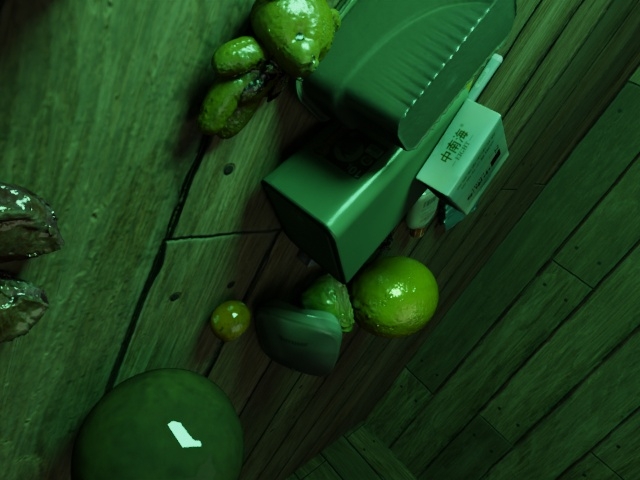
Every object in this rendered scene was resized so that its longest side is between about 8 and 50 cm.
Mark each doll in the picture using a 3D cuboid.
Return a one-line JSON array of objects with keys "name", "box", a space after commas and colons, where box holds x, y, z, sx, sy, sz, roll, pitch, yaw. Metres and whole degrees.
[{"name": "doll", "box": [-0.060, -0.197, 0.543, 0.209, 0.097, 0.137, -50, 160, 18]}]

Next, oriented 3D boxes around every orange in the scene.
[{"name": "orange", "box": [-0.172, 0.152, 0.883, 0.083, 0.070, 0.083, -36, 168, -9]}]

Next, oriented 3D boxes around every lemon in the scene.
[{"name": "lemon", "box": [0.203, 0.156, 1.288, 0.264, 0.235, 0.235, -19, 147, -13]}]

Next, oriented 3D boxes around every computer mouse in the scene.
[{"name": "computer mouse", "box": [-0.054, 0.238, 1.056, 0.330, 0.198, 0.094, 92, 16, -53]}]

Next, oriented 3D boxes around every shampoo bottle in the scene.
[{"name": "shampoo bottle", "box": [0.277, -0.082, 1.268, 0.108, 0.051, 0.220, -38, 153, -21]}]

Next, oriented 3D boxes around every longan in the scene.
[{"name": "longan", "box": [-0.273, 0.369, 0.789, 0.297, 0.297, 0.297, -36, 152, -23]}]

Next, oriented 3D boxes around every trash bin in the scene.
[{"name": "trash bin", "box": [0.086, -0.125, 0.802, 0.343, 0.158, 0.223, -47, 156, -13]}]

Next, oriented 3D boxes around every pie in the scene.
[{"name": "pie", "box": [-0.361, 0.041, 0.455, 0.205, 0.054, 0.218, -23, 145, -42]}]

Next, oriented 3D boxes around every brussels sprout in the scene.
[{"name": "brussels sprout", "box": [0.008, 0.157, 1.113, 0.122, 0.151, 0.149, -14, -176, 11]}]

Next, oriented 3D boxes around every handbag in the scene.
[{"name": "handbag", "box": [0.431, -0.127, 1.444, 0.144, 0.057, 0.221, -39, 153, -8]}]

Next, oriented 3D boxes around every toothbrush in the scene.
[{"name": "toothbrush", "box": [0.310, -0.273, 1.082, 0.030, 0.025, 0.342, 1, 127, -55]}]

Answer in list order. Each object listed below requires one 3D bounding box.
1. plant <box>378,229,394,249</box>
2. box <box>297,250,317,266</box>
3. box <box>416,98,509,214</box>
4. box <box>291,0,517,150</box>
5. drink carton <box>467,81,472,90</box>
[{"name": "plant", "box": [0.117, -0.003, 1.111, 0.174, 0.087, 0.085, -13, 163, -43]}, {"name": "box", "box": [0.000, 0.000, 0.973, 0.051, 0.036, 0.117, -10, 135, -53]}, {"name": "box", "box": [0.266, -0.138, 0.842, 0.155, 0.067, 0.243, -56, 157, 9]}, {"name": "box", "box": [0.108, -0.255, 0.620, 0.274, 0.178, 0.138, -52, 154, 8]}, {"name": "drink carton", "box": [0.250, -0.270, 0.935, 0.084, 0.074, 0.199, -34, 152, -24]}]
